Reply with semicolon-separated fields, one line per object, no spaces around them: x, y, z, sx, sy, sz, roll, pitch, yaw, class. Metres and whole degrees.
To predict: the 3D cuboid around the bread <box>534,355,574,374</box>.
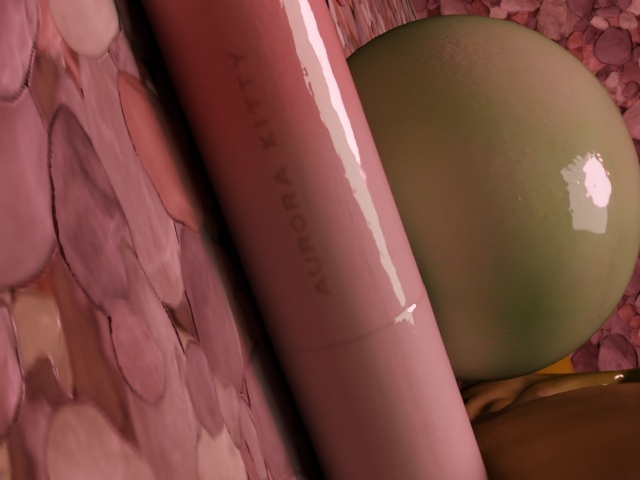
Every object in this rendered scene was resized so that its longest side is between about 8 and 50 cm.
0.184;0.136;1.353;0.166;0.112;0.383;29;-31;46;bread

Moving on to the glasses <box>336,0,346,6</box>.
0.018;-0.357;1.347;0.162;0.095;0.255;51;21;-45;glasses

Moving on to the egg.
0.091;-0.027;0.820;0.269;0.220;0.220;-93;163;-59;egg

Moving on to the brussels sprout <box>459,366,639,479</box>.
0.186;0.198;0.801;0.328;0.328;0.247;46;32;-69;brussels sprout

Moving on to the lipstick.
0.000;0.000;0.671;0.087;0.087;0.327;-76;148;-71;lipstick

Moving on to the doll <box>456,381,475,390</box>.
0.100;0.064;1.161;0.286;0.091;0.203;57;-11;-7;doll
